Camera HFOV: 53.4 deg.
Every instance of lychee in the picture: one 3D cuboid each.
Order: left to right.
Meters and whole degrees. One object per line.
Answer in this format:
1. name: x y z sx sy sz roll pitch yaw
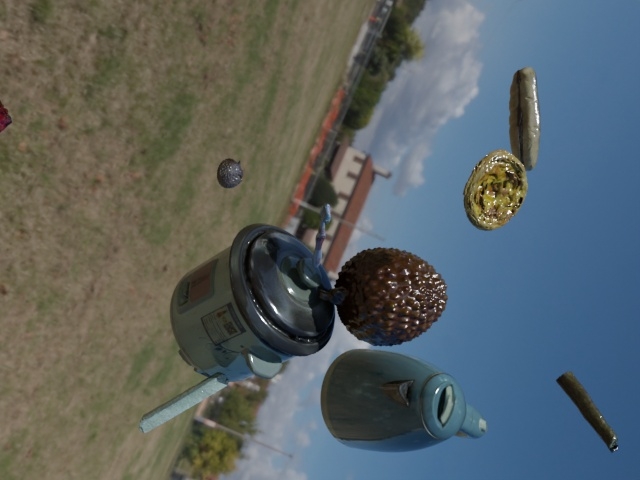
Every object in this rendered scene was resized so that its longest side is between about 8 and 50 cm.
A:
1. lychee: -0.233 -0.174 1.640 0.067 0.068 0.083 17 -107 52
2. lychee: 0.113 0.103 1.158 0.200 0.238 0.200 178 -90 -76

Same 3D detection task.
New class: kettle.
1. kettle: 0.222 0.396 1.517 0.342 0.319 0.247 -12 -125 53

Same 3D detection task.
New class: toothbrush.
1. toothbrush: 0.000 0.000 0.874 0.193 0.013 0.019 102 -22 -65

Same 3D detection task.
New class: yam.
1. yam: 0.411 0.258 0.969 0.129 0.033 0.027 59 -26 35

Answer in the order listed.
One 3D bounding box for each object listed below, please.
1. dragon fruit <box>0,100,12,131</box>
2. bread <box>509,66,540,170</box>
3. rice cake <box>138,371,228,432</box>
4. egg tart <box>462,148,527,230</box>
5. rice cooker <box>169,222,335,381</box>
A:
1. dragon fruit: -0.483 -0.188 0.797 0.127 0.120 0.161 -41 150 -14
2. bread: 0.419 -0.251 1.317 0.073 0.053 0.214 180 -91 -76
3. rice cake: -0.240 0.282 1.115 0.170 0.029 0.033 -29 -167 -20
4. egg tart: 0.265 -0.081 0.995 0.049 0.128 0.129 30 -83 57
5. rice cooker: -0.120 0.120 1.202 0.316 0.264 0.317 -32 -141 31
